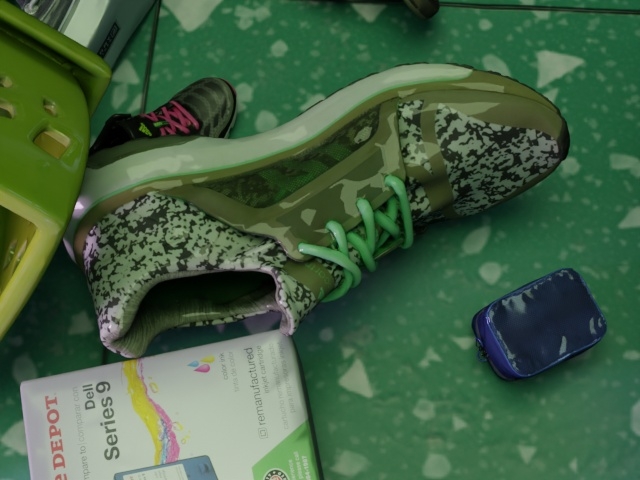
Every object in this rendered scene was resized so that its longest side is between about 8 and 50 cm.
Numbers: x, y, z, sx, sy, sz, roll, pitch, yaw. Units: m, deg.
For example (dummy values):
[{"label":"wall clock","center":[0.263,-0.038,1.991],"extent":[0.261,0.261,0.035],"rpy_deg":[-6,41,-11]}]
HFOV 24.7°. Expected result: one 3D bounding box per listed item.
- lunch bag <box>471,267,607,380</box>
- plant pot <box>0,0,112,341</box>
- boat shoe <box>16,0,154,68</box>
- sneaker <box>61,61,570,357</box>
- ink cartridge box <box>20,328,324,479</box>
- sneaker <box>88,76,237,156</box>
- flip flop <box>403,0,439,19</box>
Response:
[{"label":"lunch bag","center":[0.166,0.069,1.144],"extent":[0.098,0.065,0.067],"rpy_deg":[-24,83,-8]},{"label":"plant pot","center":[-0.292,-0.067,1.072],"extent":[0.227,0.228,0.207],"rpy_deg":[28,43,-14]},{"label":"boat shoe","center":[-0.216,-0.205,1.267],"extent":[0.102,0.108,0.301],"rpy_deg":[23,77,11]},{"label":"sneaker","center":[0.000,0.000,1.118],"extent":[0.410,0.158,0.182],"rpy_deg":[-16,48,5]},{"label":"ink cartridge box","center":[-0.108,0.169,1.103],"extent":[0.212,0.093,0.154],"rpy_deg":[-11,67,1]},{"label":"sneaker","center":[-0.138,-0.084,1.221],"extent":[0.170,0.075,0.063],"rpy_deg":[-39,70,-13]},{"label":"flip flop","center":[-0.011,-0.268,1.285],"extent":[0.277,0.112,0.080],"rpy_deg":[35,99,14]}]
